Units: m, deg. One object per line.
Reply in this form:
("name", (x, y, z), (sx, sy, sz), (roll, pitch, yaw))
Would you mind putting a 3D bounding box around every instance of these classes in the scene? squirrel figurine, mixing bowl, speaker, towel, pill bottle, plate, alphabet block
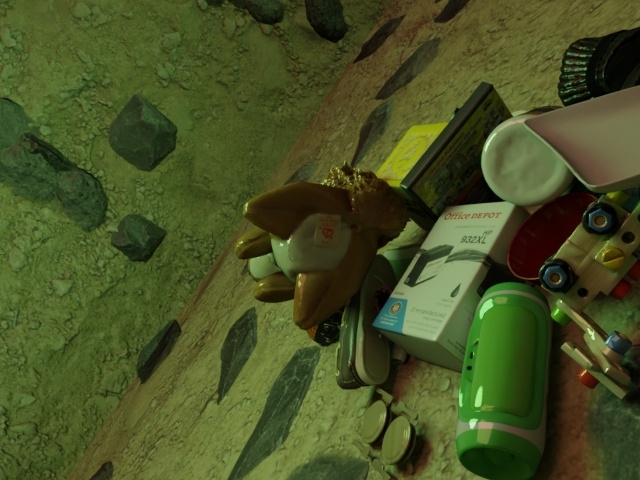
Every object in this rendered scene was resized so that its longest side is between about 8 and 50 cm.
("squirrel figurine", (0.000, 0.000, 1.473), (0.397, 0.281, 0.370), (-33, -1, -16))
("mixing bowl", (0.421, 0.018, 1.094), (0.181, 0.098, 0.181), (-42, 23, 22))
("speaker", (0.288, 0.211, 1.004), (0.131, 0.131, 0.296), (-30, 28, 44))
("towel", (0.172, 0.137, 1.501), (0.248, 0.038, 0.325), (-16, 40, 56))
("pill bottle", (0.415, -0.166, 1.204), (0.162, 0.162, 0.278), (-36, -6, 34))
("plate", (0.471, -0.153, 0.936), (0.278, 0.045, 0.277), (-16, 29, 5))
("alphabet block", (0.274, -0.145, 1.538), (0.192, 0.197, 0.193), (-53, 20, -9))

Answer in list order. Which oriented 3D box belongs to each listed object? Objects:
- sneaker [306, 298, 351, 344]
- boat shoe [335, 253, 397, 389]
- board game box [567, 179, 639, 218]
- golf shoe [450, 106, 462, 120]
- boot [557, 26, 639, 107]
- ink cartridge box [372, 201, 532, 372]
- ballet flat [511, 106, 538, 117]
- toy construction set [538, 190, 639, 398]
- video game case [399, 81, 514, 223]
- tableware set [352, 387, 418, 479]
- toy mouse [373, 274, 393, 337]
("sneaker", (0.060, 0.156, 1.648), (0.121, 0.099, 0.262), (-18, -34, -58))
("boat shoe", (0.097, 0.171, 1.404), (0.097, 0.116, 0.324), (-28, 38, 38))
("board game box", (0.532, -0.093, 1.155), (0.126, 0.026, 0.186), (-49, 20, 5))
("golf shoe", (0.376, -0.280, 1.690), (0.077, 0.094, 0.198), (-58, 9, 40))
("boot", (0.571, -0.302, 1.273), (0.348, 0.131, 0.260), (-48, 24, -26))
("ink cartridge box", (0.273, 0.083, 1.247), (0.307, 0.129, 0.223), (-56, 20, -15))
("ballet flat", (0.461, -0.278, 1.563), (0.206, 0.067, 0.073), (-16, 41, 58))
("toy construction set", (0.441, 0.050, 0.909), (0.328, 0.215, 0.151), (-54, -15, 6))
("video game case", (0.324, -0.153, 1.381), (0.275, 0.248, 0.035), (-51, 40, 0))
("tableware set", (0.131, 0.359, 1.206), (0.128, 0.039, 0.194), (-65, 16, -5))
("toy mouse", (0.156, 0.146, 1.350), (0.143, 0.161, 0.031), (-57, 6, -20))
